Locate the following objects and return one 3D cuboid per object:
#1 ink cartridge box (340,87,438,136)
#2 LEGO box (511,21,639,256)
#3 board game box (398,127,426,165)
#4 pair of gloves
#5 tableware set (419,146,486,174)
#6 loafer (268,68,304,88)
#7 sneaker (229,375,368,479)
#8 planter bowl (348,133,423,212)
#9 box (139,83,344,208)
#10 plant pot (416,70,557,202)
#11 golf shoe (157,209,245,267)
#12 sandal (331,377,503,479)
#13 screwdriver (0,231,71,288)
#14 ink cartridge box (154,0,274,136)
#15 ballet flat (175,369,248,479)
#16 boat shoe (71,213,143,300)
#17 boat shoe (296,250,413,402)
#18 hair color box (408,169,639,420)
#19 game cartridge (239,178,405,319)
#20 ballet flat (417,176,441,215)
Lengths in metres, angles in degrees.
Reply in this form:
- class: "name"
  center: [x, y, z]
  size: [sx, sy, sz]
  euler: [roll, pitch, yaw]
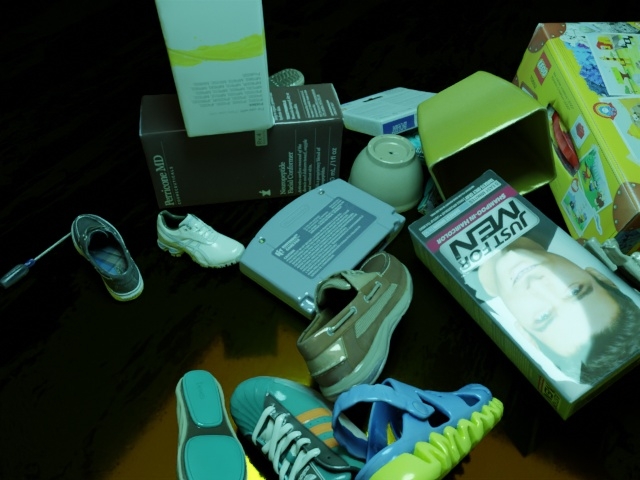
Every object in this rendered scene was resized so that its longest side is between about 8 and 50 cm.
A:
- class: "ink cartridge box"
  center: [0.173, -0.312, 1.254]
  size: [0.223, 0.045, 0.224]
  euler: [-22, 30, -21]
- class: "LEGO box"
  center: [0.656, -0.210, 1.049]
  size: [0.372, 0.193, 0.500]
  euler: [-3, 56, -5]
- class: "board game box"
  center: [0.270, -0.213, 1.198]
  size: [0.186, 0.026, 0.126]
  euler: [20, 50, 15]
- class: "pair of gloves"
  center: [0.493, 0.082, 0.809]
  size: [0.042, 0.240, 0.204]
  euler: [-38, 79, 10]
- class: "tableware set"
  center: [0.328, -0.196, 1.143]
  size: [0.194, 0.039, 0.128]
  euler: [28, 64, 29]
- class: "loafer"
  center: [-0.152, -0.307, 1.230]
  size: [0.268, 0.092, 0.102]
  euler: [-25, 50, -3]
- class: "sneaker"
  center: [-0.007, 0.275, 0.655]
  size: [0.302, 0.121, 0.108]
  euler: [28, 96, 21]
- class: "planter bowl"
  center: [0.141, -0.151, 1.081]
  size: [0.162, 0.109, 0.162]
  euler: [1, 47, -1]
- class: "box"
  center: [-0.151, -0.192, 1.053]
  size: [0.381, 0.191, 0.143]
  euler: [-6, 48, -7]
- class: "plant pot"
  center: [0.298, -0.193, 1.000]
  size: [0.212, 0.212, 0.187]
  euler: [-27, 52, 13]
- class: "golf shoe"
  center: [-0.222, -0.005, 0.944]
  size: [0.176, 0.086, 0.069]
  euler: [12, 45, 12]
- class: "sandal"
  center: [0.124, 0.223, 0.651]
  size: [0.138, 0.126, 0.317]
  euler: [45, 21, 28]
- class: "screwdriver"
  center: [-0.516, 0.028, 0.956]
  size: [0.025, 0.024, 0.170]
  euler: [-6, 33, 33]
- class: "ink cartridge box"
  center: [-0.182, -0.409, 0.865]
  size: [0.160, 0.385, 0.279]
  euler: [-8, 48, -6]
- class: "ballet flat"
  center: [-0.146, 0.267, 0.664]
  size: [0.086, 0.086, 0.248]
  euler: [-10, 24, -12]
- class: "boat shoe"
  center: [-0.391, 0.012, 0.933]
  size: [0.080, 0.076, 0.228]
  euler: [-26, 53, -23]
- class: "boat shoe"
  center: [0.055, 0.094, 0.791]
  size: [0.116, 0.123, 0.324]
  euler: [49, 29, -10]
- class: "hair color box"
  center: [0.332, 0.071, 0.846]
  size: [0.185, 0.114, 0.374]
  euler: [-35, 55, -3]
- class: "game cartridge"
  center: [0.000, 0.000, 0.976]
  size: [0.196, 0.060, 0.294]
  euler: [34, 55, 22]
- class: "ballet flat"
  center: [0.232, -0.090, 1.082]
  size: [0.041, 0.041, 0.114]
  euler: [17, 49, 13]
